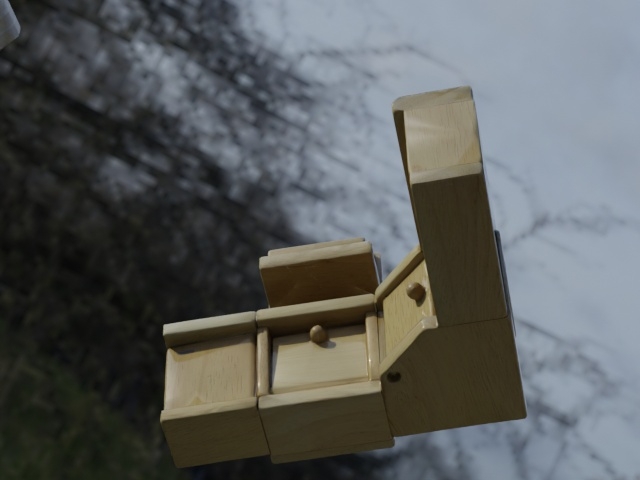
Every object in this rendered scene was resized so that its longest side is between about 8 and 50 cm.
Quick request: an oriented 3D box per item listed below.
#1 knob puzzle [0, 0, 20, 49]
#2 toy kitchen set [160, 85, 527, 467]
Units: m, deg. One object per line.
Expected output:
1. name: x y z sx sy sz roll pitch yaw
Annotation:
1. knob puzzle: -0.139 -0.017 0.339 0.213 0.213 0.030 12 -51 63
2. toy kitchen set: 0.000 0.000 0.457 0.083 0.068 0.075 -9 -52 6
